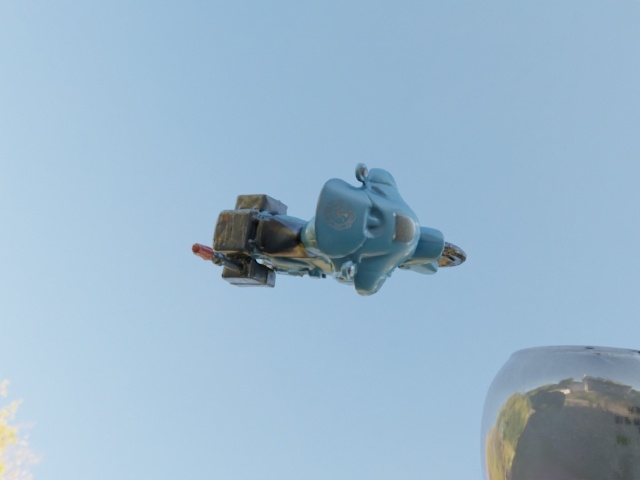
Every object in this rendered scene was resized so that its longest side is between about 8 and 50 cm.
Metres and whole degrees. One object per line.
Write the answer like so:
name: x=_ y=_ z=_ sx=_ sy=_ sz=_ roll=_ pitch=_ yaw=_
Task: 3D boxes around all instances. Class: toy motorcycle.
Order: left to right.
toy motorcycle: x=0.000 y=0.000 z=0.676 sx=0.272 sy=0.182 sz=0.123 roll=-1 pitch=-107 yaw=31

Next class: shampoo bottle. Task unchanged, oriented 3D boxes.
shampoo bottle: x=0.335 y=0.275 z=0.802 sx=0.273 sy=0.273 sz=0.266 roll=-4 pitch=-109 yaw=27
